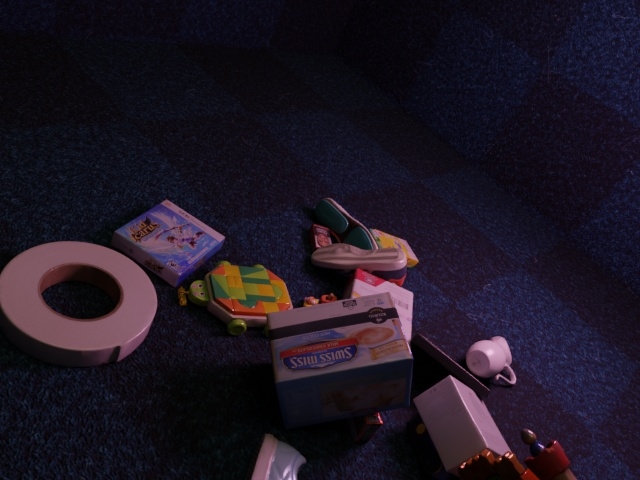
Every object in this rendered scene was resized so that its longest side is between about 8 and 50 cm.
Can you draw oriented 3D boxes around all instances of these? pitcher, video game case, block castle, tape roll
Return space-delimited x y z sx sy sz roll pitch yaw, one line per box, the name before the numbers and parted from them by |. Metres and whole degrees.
pitcher | 0.602 0.429 2.015 0.207 0.125 0.177 1 57 -52
video game case | -0.475 0.000 1.838 0.244 0.061 0.269 32 33 6
block castle | 0.336 0.612 1.263 0.303 0.453 0.213 -11 58 -43
tape roll | -0.626 0.155 1.510 0.392 0.072 0.392 19 34 -14
video game case | 0.414 0.395 1.860 0.275 0.035 0.248 38 -2 15

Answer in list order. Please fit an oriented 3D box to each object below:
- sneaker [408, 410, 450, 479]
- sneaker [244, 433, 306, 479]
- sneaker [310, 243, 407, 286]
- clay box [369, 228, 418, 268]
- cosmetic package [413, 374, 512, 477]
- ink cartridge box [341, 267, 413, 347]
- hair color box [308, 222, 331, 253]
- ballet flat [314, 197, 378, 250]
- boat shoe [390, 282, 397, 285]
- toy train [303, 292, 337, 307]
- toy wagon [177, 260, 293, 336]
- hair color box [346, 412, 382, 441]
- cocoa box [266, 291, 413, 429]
sneaker | 0.311 0.582 1.643 0.082 0.069 0.209 41 19 -32
sneaker | -0.104 0.587 1.257 0.150 0.135 0.366 23 34 -3
sneaker | 0.136 0.106 2.073 0.350 0.148 0.131 5 38 22
clay box | 0.281 0.032 2.320 0.222 0.053 0.127 17 33 -38
cosmetic package | 0.403 0.534 1.625 0.224 0.138 0.224 38 19 -43
ink cartridge box | 0.175 0.259 1.905 0.226 0.131 0.306 26 34 -5
hair color box | 0.000 0.000 2.202 0.072 0.043 0.141 16 36 -20
ballet flat | 0.129 -0.019 2.264 0.139 0.139 0.400 -7 46 -42
boat shoe | 0.262 0.170 2.152 0.072 0.068 0.190 22 32 -31
toy train | 0.004 0.219 1.884 0.125 0.046 0.166 10 36 0
toy wagon | -0.257 0.169 1.764 0.344 0.068 0.267 8 38 -28
hair color box | 0.108 0.462 1.617 0.053 0.093 0.167 9 37 -26
cocoa box | 0.047 0.317 1.530 0.347 0.231 0.228 -9 43 -5
